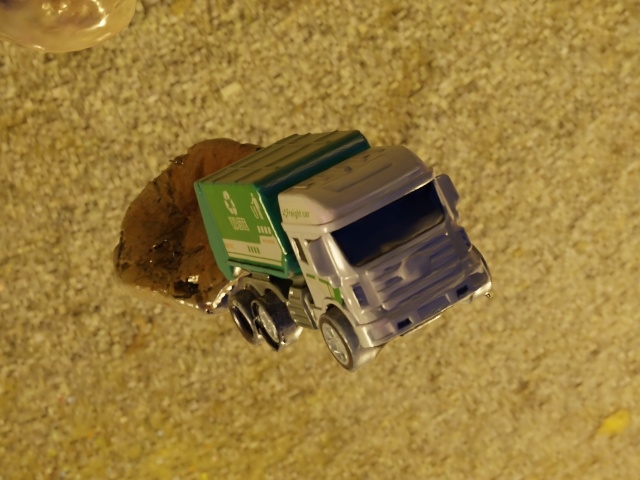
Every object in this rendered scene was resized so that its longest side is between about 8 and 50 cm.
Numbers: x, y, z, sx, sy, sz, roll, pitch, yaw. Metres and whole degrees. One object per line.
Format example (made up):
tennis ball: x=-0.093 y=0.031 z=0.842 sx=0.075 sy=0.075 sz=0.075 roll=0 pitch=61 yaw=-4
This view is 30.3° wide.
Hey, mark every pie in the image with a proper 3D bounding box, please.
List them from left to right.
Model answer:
pie: x=-0.104 y=-0.016 z=1.075 sx=0.195 sy=0.195 sz=0.046 roll=-35 pitch=135 yaw=6

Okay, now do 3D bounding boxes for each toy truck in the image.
toy truck: x=0.000 y=0.000 z=0.753 sx=0.114 sy=0.253 sz=0.124 roll=-28 pitch=101 yaw=-19

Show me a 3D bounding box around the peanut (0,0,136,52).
peanut: x=-0.151 y=-0.160 z=0.421 sx=0.228 sy=0.104 sz=0.085 roll=42 pitch=143 yaw=-9
